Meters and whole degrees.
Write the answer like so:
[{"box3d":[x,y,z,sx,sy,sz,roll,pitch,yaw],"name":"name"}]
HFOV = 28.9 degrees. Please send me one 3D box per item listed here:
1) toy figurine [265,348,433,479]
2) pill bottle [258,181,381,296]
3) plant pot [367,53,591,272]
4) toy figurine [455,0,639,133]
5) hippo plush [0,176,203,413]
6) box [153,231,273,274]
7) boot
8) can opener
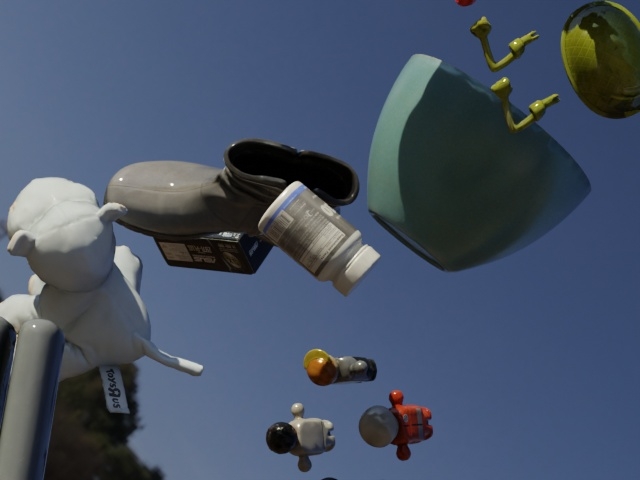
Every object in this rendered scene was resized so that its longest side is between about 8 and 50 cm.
[{"box3d":[0.034,0.286,1.849,0.209,0.213,0.148,44,22,32],"name":"toy figurine"},{"box3d":[0.000,0.000,1.484,0.137,0.078,0.078,40,-21,5],"name":"pill bottle"},{"box3d":[0.174,-0.073,1.607,0.290,0.195,0.290,37,-3,2],"name":"plant pot"},{"box3d":[0.239,-0.305,1.213,0.217,0.191,0.362,128,-53,-78],"name":"toy figurine"},{"box3d":[-0.333,0.058,1.576,0.294,0.234,0.236,52,-15,47],"name":"hippo plush"},{"box3d":[-0.160,-0.027,2.039,0.180,0.147,0.077,4,-45,31],"name":"box"},{"box3d":[-0.124,-0.079,1.653,0.338,0.118,0.222,4,-18,-4],"name":"boot"},{"box3d":[-0.229,0.184,0.838,0.074,0.280,0.093,6,-21,4],"name":"can opener"}]
